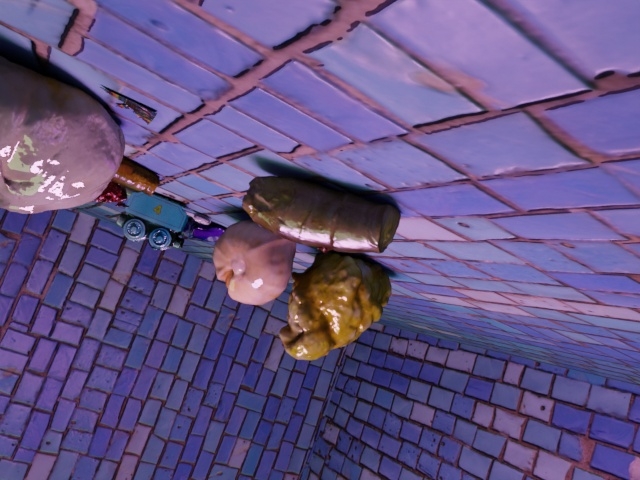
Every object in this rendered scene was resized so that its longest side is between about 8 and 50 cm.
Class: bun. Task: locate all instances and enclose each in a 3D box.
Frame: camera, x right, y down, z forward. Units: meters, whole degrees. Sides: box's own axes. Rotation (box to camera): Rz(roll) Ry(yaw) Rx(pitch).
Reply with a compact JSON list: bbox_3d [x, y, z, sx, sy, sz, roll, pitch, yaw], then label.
[{"bbox_3d":[-0.525,-0.167,0.954,0.365,0.219,0.365,16,167,4],"label":"bun"}]

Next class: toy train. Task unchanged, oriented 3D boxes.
[{"bbox_3d":[-0.477,-0.055,1.676,0.198,0.154,0.107,21,174,-6],"label":"toy train"}]

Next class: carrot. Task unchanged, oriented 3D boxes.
[{"bbox_3d":[-0.470,-0.169,1.293,0.070,0.070,0.260,11,168,41],"label":"carrot"}]

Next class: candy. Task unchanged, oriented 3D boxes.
[{"bbox_3d":[-0.403,-0.032,1.929,0.145,0.070,0.275,16,172,-37],"label":"candy"}]

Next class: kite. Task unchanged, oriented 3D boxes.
[{"bbox_3d":[-0.290,-0.207,0.905,0.090,0.004,0.122,14,169,28],"label":"kite"}]

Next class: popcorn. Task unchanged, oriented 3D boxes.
[{"bbox_3d":[0.037,0.184,1.612,0.294,0.292,0.334,8,175,17],"label":"popcorn"}]

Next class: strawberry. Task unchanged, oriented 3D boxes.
[{"bbox_3d":[-0.604,-0.142,1.504,0.208,0.086,0.167,-2,-160,-25],"label":"strawberry"}]

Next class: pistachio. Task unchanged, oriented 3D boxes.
[{"bbox_3d":[-0.166,0.051,1.522,0.230,0.229,0.309,18,173,6],"label":"pistachio"}]

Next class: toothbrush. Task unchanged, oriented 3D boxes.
[{"bbox_3d":[-0.474,-0.108,1.734,0.307,0.025,0.029,21,-163,-9],"label":"toothbrush"}]

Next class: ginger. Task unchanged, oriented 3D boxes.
[{"bbox_3d":[-0.002,-0.042,0.980,0.263,0.116,0.109,12,-150,11],"label":"ginger"}]

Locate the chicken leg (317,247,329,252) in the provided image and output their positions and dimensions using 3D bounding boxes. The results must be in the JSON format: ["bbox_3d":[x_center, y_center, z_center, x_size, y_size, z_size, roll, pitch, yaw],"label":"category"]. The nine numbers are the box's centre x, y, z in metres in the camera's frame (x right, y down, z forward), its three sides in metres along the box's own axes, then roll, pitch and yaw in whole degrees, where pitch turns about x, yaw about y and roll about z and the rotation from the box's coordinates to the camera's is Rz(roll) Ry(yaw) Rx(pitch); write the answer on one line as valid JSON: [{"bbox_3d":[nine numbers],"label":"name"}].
[{"bbox_3d":[0.003,0.002,1.414,0.145,0.037,0.062,30,-172,-45],"label":"chicken leg"}]
